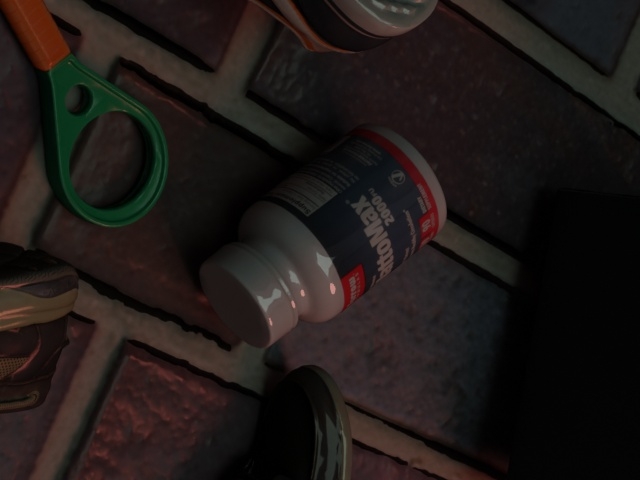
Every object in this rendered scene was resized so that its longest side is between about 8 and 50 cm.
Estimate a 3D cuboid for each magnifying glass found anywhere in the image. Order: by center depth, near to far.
[{"bbox_3d":[-0.179,-0.108,1.381,0.092,0.026,0.231,-42,126,-23],"label":"magnifying glass"}]

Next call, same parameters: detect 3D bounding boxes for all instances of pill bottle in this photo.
[{"bbox_3d":[0.000,0.000,1.499,0.180,0.108,0.108,-38,123,-25],"label":"pill bottle"}]

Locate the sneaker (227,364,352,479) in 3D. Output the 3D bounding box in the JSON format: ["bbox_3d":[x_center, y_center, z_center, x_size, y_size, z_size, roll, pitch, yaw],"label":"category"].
[{"bbox_3d":[-0.051,0.207,1.528,0.118,0.083,0.222,3,101,-39],"label":"sneaker"}]

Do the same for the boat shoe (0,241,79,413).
[{"bbox_3d":[-0.309,0.093,1.257,0.355,0.132,0.130,-10,108,-36],"label":"boat shoe"}]

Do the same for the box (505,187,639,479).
[{"bbox_3d":[0.384,0.134,1.741,0.395,0.212,0.293,12,88,-43],"label":"box"}]

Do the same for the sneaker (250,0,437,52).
[{"bbox_3d":[-0.052,-0.267,1.385,0.126,0.127,0.321,-37,98,-33],"label":"sneaker"}]
